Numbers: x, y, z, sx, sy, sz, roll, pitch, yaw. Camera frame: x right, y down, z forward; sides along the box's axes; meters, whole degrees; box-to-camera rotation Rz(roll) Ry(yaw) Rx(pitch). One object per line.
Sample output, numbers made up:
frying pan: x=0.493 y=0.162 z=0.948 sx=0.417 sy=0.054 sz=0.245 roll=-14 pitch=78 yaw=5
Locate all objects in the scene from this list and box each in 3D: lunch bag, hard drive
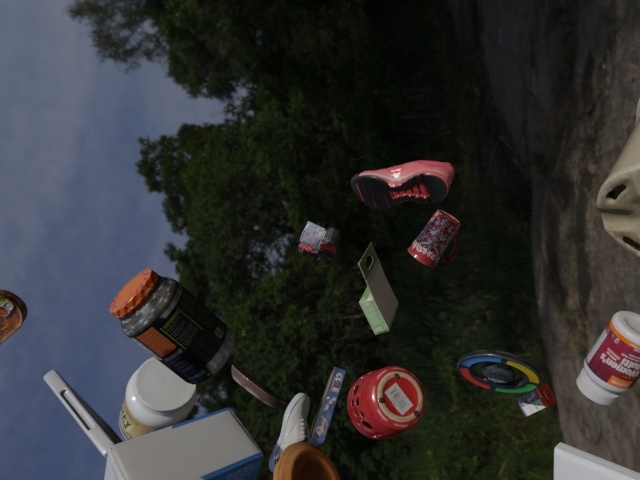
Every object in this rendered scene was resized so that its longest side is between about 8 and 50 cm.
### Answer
lunch bag: x=-0.021 y=-0.022 z=1.704 sx=0.083 sy=0.071 sz=0.053 roll=117 pitch=174 yaw=-46
hard drive: x=0.773 y=0.691 z=1.321 sx=0.047 sy=0.353 sz=0.233 roll=-12 pitch=-77 yaw=-38

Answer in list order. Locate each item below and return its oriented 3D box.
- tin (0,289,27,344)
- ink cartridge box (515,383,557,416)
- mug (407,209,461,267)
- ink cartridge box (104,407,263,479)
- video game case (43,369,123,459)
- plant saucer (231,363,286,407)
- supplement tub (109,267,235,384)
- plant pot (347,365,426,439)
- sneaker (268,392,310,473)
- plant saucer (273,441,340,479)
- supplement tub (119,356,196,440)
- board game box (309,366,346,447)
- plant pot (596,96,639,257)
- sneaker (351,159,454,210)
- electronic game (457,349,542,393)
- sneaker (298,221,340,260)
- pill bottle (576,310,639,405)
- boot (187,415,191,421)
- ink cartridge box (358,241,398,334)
tin: x=-0.753 y=0.184 z=1.185 sx=0.106 sy=0.189 sz=0.040 roll=46 pitch=-164 yaw=-27
ink cartridge box: x=0.684 y=0.502 z=1.644 sx=0.029 sy=0.115 sz=0.063 roll=72 pitch=174 yaw=-63
mug: x=0.396 y=-0.008 z=1.757 sx=0.150 sy=0.169 sz=0.113 roll=9 pitch=-152 yaw=-45
ink cartridge box: x=-0.318 y=0.606 z=1.150 sx=0.285 sy=0.166 sz=0.395 roll=-6 pitch=-59 yaw=-41
video game case: x=-0.527 y=0.492 z=1.289 sx=0.036 sy=0.300 sz=0.329 roll=-41 pitch=-38 yaw=-27
plant saucer: x=-0.291 y=0.674 z=2.376 sx=0.050 sy=0.310 sz=0.311 roll=-54 pitch=-22 yaw=-13
supplement tub: x=-0.433 y=0.251 z=1.534 sx=0.338 sy=0.207 sz=0.207 roll=48 pitch=-155 yaw=-25
plant pot: x=0.190 y=0.446 z=1.448 sx=0.174 sy=0.191 sz=0.191 roll=125 pitch=148 yaw=-57
sneaker: x=-0.072 y=0.610 z=1.637 sx=0.094 sy=0.091 sz=0.258 roll=49 pitch=-130 yaw=-42
plant saucer: x=-0.018 y=0.547 z=1.159 sx=0.200 sy=0.037 sz=0.200 roll=34 pitch=-143 yaw=-30
supplement tub: x=-0.547 y=0.546 z=1.759 sx=0.228 sy=0.228 sz=0.316 roll=-88 pitch=20 yaw=-44
board game box: x=0.018 y=0.563 z=1.742 sx=0.165 sy=0.042 sz=0.243 roll=105 pitch=-174 yaw=-59
plant pot: x=0.671 y=-0.123 z=0.920 sx=0.305 sy=0.333 sz=0.334 roll=-43 pitch=-36 yaw=-21
sneaker: x=0.237 y=-0.166 z=1.487 sx=0.136 sy=0.313 sz=0.116 roll=-46 pitch=-53 yaw=-41
electronic game: x=0.504 y=0.375 z=1.477 sx=0.229 sy=0.229 sz=0.048 roll=73 pitch=-150 yaw=-50
sneaker: x=0.000 y=0.000 z=1.925 sx=0.135 sy=0.097 sz=0.276 roll=-68 pitch=17 yaw=-10
pill bottle: x=0.723 y=0.290 z=1.268 sx=0.121 sy=0.121 sz=0.221 roll=-82 pitch=5 yaw=-59
boot: x=-0.587 y=0.775 z=1.934 sx=0.305 sy=0.112 sz=0.115 roll=-29 pitch=-68 yaw=-52
ink cartridge box: x=0.163 y=0.145 z=1.607 sx=0.235 sy=0.056 sz=0.171 roll=63 pitch=-153 yaw=-13
